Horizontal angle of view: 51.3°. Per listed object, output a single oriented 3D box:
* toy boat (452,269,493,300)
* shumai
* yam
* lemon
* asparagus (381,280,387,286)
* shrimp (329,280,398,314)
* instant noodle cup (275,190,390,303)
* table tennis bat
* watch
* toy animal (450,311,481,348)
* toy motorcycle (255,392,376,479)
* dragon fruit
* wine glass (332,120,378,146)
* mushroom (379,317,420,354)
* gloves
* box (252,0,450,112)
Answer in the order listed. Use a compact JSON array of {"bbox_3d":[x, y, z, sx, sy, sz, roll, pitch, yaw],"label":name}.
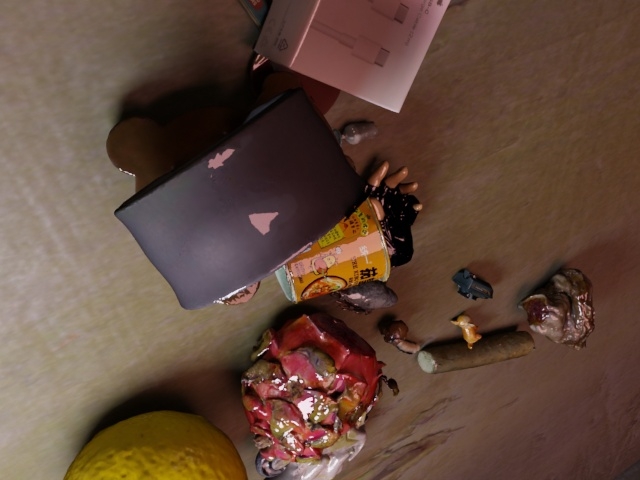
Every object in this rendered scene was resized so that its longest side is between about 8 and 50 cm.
[{"bbox_3d":[0.373,0.115,1.593,0.141,0.055,0.060,23,98,-44],"label":"toy boat"},{"bbox_3d":[0.619,0.186,1.780,0.186,0.183,0.218,-3,145,8],"label":"shumai"},{"bbox_3d":[0.409,0.289,1.733,0.372,0.083,0.083,-3,123,-31],"label":"yam"},{"bbox_3d":[-0.293,0.463,1.195,0.336,0.336,0.335,-19,130,-24],"label":"lemon"},{"bbox_3d":[0.141,0.078,1.427,0.015,0.014,0.114,3,121,-18],"label":"asparagus"},{"bbox_3d":[0.069,0.102,1.354,0.233,0.079,0.090,15,75,-39],"label":"shrimp"},{"bbox_3d":[0.000,0.000,1.143,0.172,0.215,0.215,-21,132,-10],"label":"instant noodle cup"},{"bbox_3d":[-0.053,-0.282,1.017,0.154,0.021,0.274,-42,137,-4],"label":"table tennis bat"},{"bbox_3d":[-0.088,-0.077,0.870,0.335,0.327,0.314,-36,105,-12],"label":"watch"},{"bbox_3d":[0.362,0.221,1.660,0.083,0.061,0.081,39,60,-50],"label":"toy animal"},{"bbox_3d":[-0.003,0.479,1.552,0.341,0.108,0.222,-22,126,-31],"label":"toy motorcycle"},{"bbox_3d":[-0.024,0.298,1.312,0.291,0.250,0.269,-61,153,8],"label":"dragon fruit"},{"bbox_3d":[0.060,-0.182,1.159,0.083,0.042,0.039,-17,159,-28],"label":"wine glass"},{"bbox_3d":[0.188,0.227,1.553,0.060,0.061,0.187,-32,148,6],"label":"mushroom"},{"bbox_3d":[0.126,-0.051,1.254,0.164,0.124,0.203,-29,114,-57],"label":"gloves"},{"bbox_3d":[0.051,-0.326,0.987,0.252,0.106,0.203,10,109,-46],"label":"box"}]
